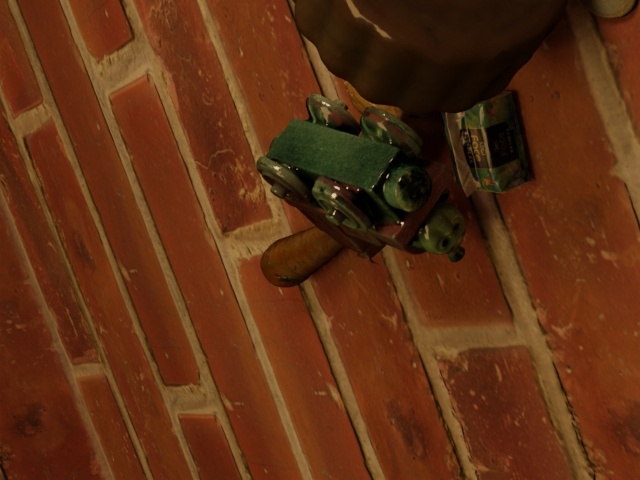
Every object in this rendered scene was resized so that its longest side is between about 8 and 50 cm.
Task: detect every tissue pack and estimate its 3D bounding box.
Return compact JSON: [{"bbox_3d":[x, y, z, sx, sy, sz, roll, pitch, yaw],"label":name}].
[{"bbox_3d":[0.185,-0.113,1.558,0.085,0.079,0.111,11,119,56],"label":"tissue pack"}]

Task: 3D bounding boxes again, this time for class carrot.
[{"bbox_3d":[0.000,0.000,1.949,0.298,0.078,0.078,-35,79,55],"label":"carrot"}]

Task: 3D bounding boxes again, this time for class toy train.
[{"bbox_3d":[0.060,-0.062,1.667,0.221,0.150,0.304,43,169,-34],"label":"toy train"}]

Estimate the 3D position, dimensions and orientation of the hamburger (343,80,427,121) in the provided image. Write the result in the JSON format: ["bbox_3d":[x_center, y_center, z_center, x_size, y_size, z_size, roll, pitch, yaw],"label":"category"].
[{"bbox_3d":[0.086,-0.216,1.647,0.147,0.083,0.138,26,135,51],"label":"hamburger"}]

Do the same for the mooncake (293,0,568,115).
[{"bbox_3d":[0.106,-0.275,1.380,0.290,0.290,0.161,59,154,14],"label":"mooncake"}]

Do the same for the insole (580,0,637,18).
[{"bbox_3d":[0.264,-0.391,1.315,0.119,0.009,0.348,14,121,53],"label":"insole"}]
